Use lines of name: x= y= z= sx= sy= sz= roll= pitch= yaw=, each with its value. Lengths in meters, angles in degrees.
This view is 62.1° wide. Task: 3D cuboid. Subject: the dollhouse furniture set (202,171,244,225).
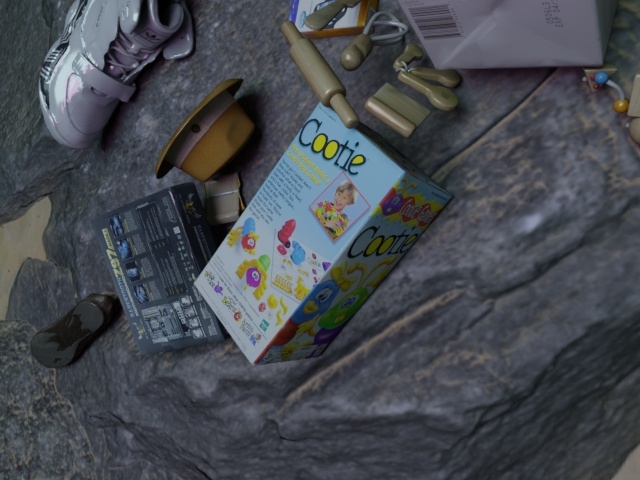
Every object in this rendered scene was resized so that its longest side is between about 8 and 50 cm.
dollhouse furniture set: x=-0.185 y=-0.050 z=0.846 sx=0.152 sy=0.058 sz=0.076 roll=-11 pitch=70 yaw=12

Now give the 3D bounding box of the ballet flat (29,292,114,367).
ballet flat: x=-0.455 y=0.164 z=0.981 sx=0.250 sy=0.058 sz=0.084 roll=-37 pitch=101 yaw=30

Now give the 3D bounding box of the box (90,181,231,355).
box: x=-0.233 y=0.049 z=0.803 sx=0.183 sy=0.059 sz=0.232 roll=-16 pitch=95 yaw=30

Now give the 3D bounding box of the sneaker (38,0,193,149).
sneaker: x=-0.351 y=-0.320 z=0.918 sx=0.210 sy=0.137 sz=0.365 roll=23 pitch=93 yaw=36

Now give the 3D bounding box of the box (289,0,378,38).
box: x=0.017 y=-0.330 z=0.747 sx=0.136 sy=0.028 sz=0.081 roll=11 pitch=90 yaw=36

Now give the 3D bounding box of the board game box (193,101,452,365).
board game box: x=0.000 y=0.000 z=0.646 sx=0.144 sy=0.142 sz=0.275 roll=48 pitch=110 yaw=29

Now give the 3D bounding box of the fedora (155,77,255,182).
fedora: x=-0.159 y=-0.149 z=0.788 sx=0.079 sy=0.194 sz=0.194 roll=41 pitch=110 yaw=-10

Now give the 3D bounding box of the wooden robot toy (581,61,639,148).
wooden robot toy: x=0.331 y=-0.126 z=0.507 sx=0.173 sy=0.076 sz=0.079 roll=19 pitch=130 yaw=33

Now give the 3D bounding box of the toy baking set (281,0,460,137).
toy baking set: x=0.054 y=-0.214 z=0.623 sx=0.256 sy=0.197 sz=0.030 roll=56 pitch=144 yaw=22

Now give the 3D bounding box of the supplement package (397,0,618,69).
supplement package: x=0.200 y=-0.339 z=0.507 sx=0.175 sy=0.177 sz=0.292 roll=12 pitch=78 yaw=35
